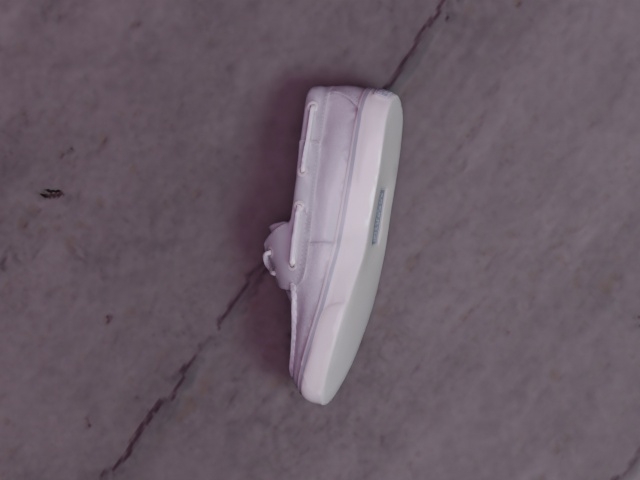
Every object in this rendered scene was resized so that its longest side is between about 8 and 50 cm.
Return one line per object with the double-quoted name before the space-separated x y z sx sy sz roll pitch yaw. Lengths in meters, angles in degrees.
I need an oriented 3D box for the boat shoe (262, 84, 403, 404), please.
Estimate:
"boat shoe" 0.000 0.000 0.906 0.063 0.066 0.184 11 97 17
